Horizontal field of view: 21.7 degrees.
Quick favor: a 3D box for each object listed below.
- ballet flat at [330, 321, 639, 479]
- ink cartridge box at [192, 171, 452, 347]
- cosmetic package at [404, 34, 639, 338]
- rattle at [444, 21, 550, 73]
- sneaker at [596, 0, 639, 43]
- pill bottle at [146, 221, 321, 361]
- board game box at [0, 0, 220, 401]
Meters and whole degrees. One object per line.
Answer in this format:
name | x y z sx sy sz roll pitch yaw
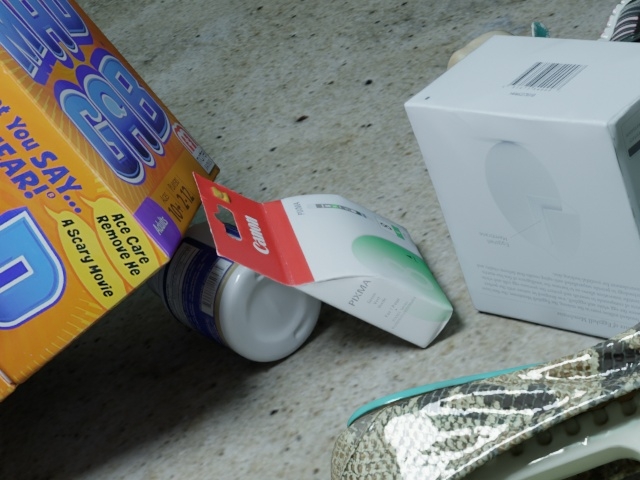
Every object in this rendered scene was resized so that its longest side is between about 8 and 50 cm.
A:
ballet flat | 0.241 0.137 1.220 0.482 0.164 0.182 -24 49 9
ink cartridge box | 0.000 0.000 1.544 0.056 0.224 0.181 -56 24 16
cosmetic package | 0.224 -0.046 1.440 0.224 0.225 0.138 12 40 46
rattle | 0.226 -0.161 1.809 0.142 0.130 0.199 22 23 39
sneaker | 0.345 -0.212 1.819 0.074 0.063 0.170 7 45 43
pill bottle | -0.093 0.042 1.632 0.112 0.112 0.186 -35 30 -22
board game box | -0.357 -0.051 1.535 0.356 0.356 0.356 -38 9 12
